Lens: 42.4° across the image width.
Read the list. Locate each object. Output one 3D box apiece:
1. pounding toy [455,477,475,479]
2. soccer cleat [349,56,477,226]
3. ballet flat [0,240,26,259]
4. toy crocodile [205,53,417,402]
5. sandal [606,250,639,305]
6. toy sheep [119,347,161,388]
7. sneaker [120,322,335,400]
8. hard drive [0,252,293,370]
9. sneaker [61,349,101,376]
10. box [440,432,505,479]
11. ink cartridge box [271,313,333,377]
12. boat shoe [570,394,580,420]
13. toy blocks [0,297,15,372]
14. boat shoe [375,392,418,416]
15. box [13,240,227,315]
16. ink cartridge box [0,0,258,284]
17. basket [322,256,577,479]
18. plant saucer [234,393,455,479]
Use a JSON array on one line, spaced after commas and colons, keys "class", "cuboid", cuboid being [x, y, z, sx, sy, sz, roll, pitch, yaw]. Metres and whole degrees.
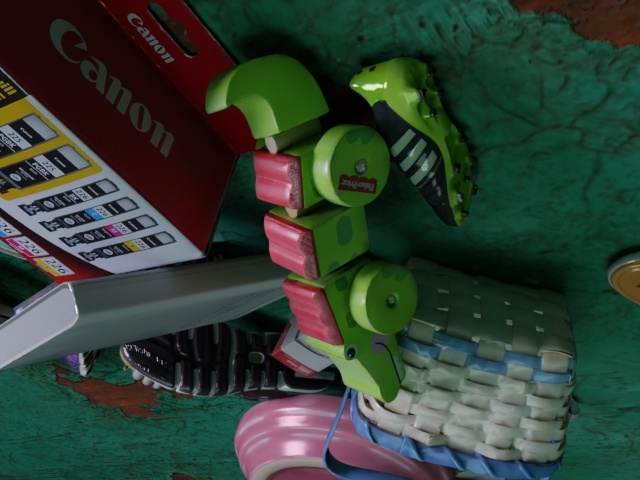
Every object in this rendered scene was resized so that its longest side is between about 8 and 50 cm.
[{"class": "pounding toy", "cuboid": [0.211, 0.392, 1.343, 0.130, 0.100, 0.141, 16, 137, -4]}, {"class": "soccer cleat", "cuboid": [0.083, -0.081, 0.699, 0.072, 0.060, 0.179, 4, 141, 34]}, {"class": "ballet flat", "cuboid": [-0.391, -0.032, 0.961, 0.213, 0.072, 0.068, 19, 175, -6]}, {"class": "toy crocodile", "cuboid": [0.000, 0.000, 0.720, 0.115, 0.105, 0.340, 18, 131, 50]}, {"class": "sandal", "cuboid": [0.398, 0.094, 0.815, 0.265, 0.076, 0.102, 21, 147, -10]}, {"class": "toy sheep", "cuboid": [-0.219, 0.168, 1.168, 0.132, 0.091, 0.091, 16, 148, -13]}, {"class": "sneaker", "cuboid": [-0.134, 0.171, 1.094, 0.281, 0.106, 0.162, 13, 155, -18]}, {"class": "hard drive", "cuboid": [-0.161, 0.067, 0.859, 0.307, 0.040, 0.203, -7, 166, -45]}, {"class": "sneaker", "cuboid": [-0.364, 0.154, 1.220, 0.071, 0.068, 0.170, 25, 147, -6]}, {"class": "box", "cuboid": [0.124, 0.313, 1.267, 0.324, 0.067, 0.063, 3, 145, 20]}, {"class": "ink cartridge box", "cuboid": [0.011, 0.086, 0.922, 0.056, 0.099, 0.135, 34, 149, -9]}, {"class": "boat shoe", "cuboid": [0.304, 0.200, 1.055, 0.100, 0.035, 0.035, 37, 144, -20]}, {"class": "toy blocks", "cuboid": [-0.543, 0.115, 1.157, 0.261, 0.190, 0.381, 23, 148, -34]}, {"class": "boat shoe", "cuboid": [0.111, 0.240, 1.171, 0.059, 0.063, 0.170, -1, 136, 28]}, {"class": "box", "cuboid": [-0.237, 0.061, 0.970, 0.159, 0.044, 0.233, -5, 166, -44]}, {"class": "ink cartridge box", "cuboid": [-0.221, -0.111, 0.700, 0.272, 0.130, 0.309, -11, 139, 33]}, {"class": "basket", "cuboid": [0.151, 0.179, 0.897, 0.255, 0.201, 0.289, 15, 116, 1]}, {"class": "plant saucer", "cuboid": [0.027, 0.351, 1.209, 0.332, 0.084, 0.332, 10, 138, 9]}]
